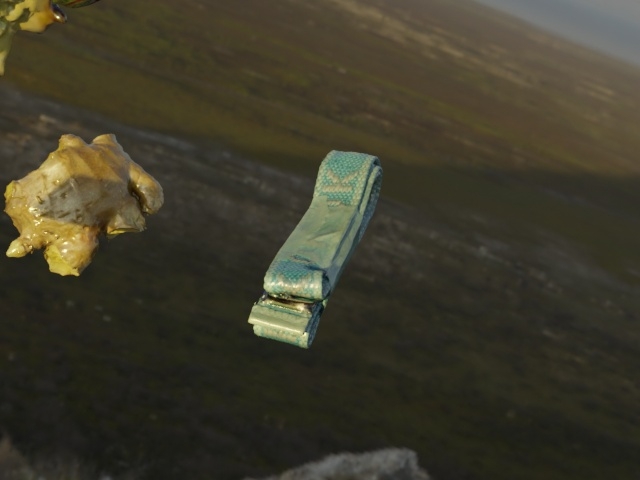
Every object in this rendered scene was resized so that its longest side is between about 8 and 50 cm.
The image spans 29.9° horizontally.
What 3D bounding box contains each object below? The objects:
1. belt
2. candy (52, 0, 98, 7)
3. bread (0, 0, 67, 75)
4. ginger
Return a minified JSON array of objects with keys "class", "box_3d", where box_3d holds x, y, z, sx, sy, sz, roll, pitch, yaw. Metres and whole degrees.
[{"class":"belt","box_3d":[0.000,0.000,1.282,0.072,0.087,0.302,16,38,9]},{"class":"candy","box_3d":[-0.154,-0.174,0.521,0.194,0.058,0.062,38,44,-40]},{"class":"bread","box_3d":[-0.239,-0.155,0.578,0.139,0.143,0.229,45,6,25]},{"class":"ginger","box_3d":[-0.311,-0.044,1.505,0.157,0.216,0.102,55,-28,-11]}]
